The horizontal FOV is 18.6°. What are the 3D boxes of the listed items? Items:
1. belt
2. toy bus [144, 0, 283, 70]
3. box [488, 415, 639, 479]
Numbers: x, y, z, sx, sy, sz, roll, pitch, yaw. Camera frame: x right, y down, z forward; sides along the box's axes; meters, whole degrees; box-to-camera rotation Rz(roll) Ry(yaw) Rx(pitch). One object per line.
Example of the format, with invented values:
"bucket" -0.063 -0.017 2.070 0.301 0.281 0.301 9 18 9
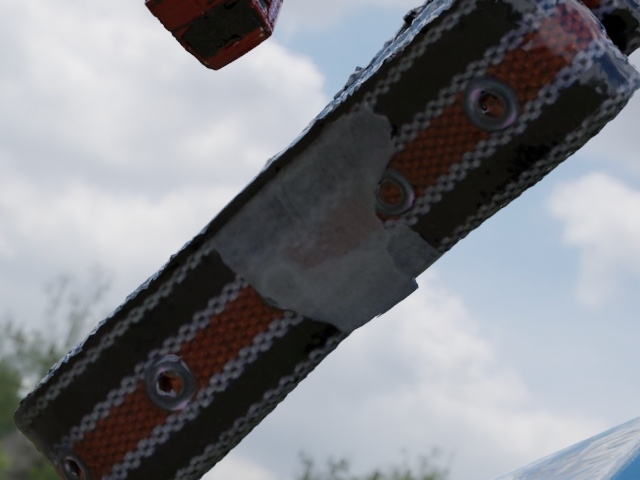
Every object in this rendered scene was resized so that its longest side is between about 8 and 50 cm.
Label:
"belt" 0.000 0.000 0.886 0.094 0.359 0.126 44 18 -3
"toy bus" -0.071 -0.211 1.479 0.081 0.195 0.089 -31 -67 21
"box" 0.082 0.149 0.796 0.142 0.083 0.232 -27 -3 27
